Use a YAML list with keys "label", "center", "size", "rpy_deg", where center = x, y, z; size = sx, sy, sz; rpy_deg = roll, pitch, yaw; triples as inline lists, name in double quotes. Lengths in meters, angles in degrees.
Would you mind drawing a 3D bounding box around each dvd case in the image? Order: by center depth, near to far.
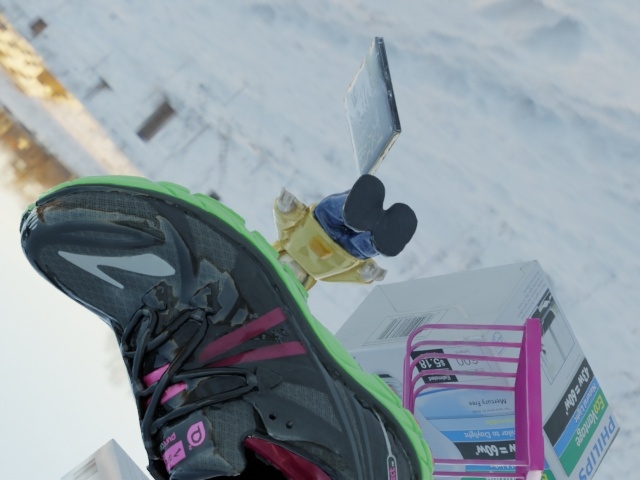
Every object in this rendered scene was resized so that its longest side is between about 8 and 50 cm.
- label: "dvd case"
  center: [0.080, -0.204, 1.968]
  size: [0.221, 0.018, 0.164]
  rpy_deg: [121, 141, -67]

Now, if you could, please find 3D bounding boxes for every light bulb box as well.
- label: "light bulb box"
  center: [0.255, 0.257, 2.076]
  size: [0.358, 0.225, 0.361]
  rpy_deg: [-11, 115, 43]

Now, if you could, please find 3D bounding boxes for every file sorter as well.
- label: "file sorter"
  center: [0.205, 0.250, 1.685]
  size: [0.182, 0.202, 0.290]
  rpy_deg: [1, 156, 6]

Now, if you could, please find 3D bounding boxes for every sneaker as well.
- label: "sneaker"
  center: [-0.097, 0.124, 1.136]
  size: [0.483, 0.185, 0.202]
  rpy_deg: [42, -142, 1]

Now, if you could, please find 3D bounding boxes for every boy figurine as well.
- label: "boy figurine"
  center: [0.000, 0.000, 1.600]
  size: [0.177, 0.092, 0.285]
  rpy_deg: [42, 146, -15]

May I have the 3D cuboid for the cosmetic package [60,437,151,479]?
- label: "cosmetic package"
  center: [-0.175, 0.427, 1.455]
  size: [0.284, 0.097, 0.377]
  rpy_deg: [55, 175, -20]
